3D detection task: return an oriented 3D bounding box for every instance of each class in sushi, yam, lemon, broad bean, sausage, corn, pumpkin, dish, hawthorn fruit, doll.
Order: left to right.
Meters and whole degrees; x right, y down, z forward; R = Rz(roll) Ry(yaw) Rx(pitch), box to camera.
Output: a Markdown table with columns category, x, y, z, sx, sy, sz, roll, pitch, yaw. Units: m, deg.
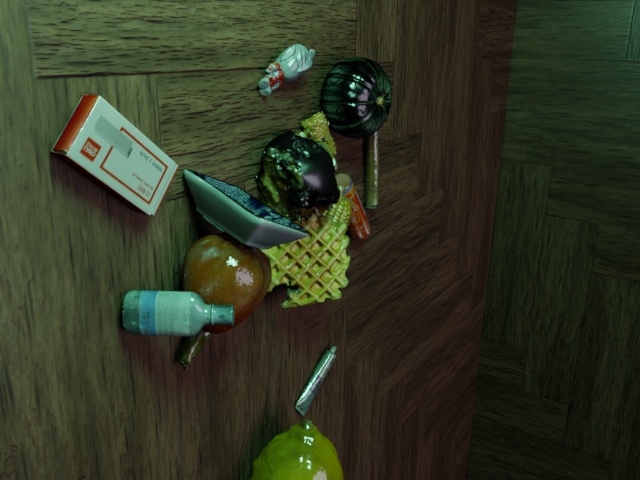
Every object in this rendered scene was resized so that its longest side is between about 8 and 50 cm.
| category | x | y | z | sx | sy | sz | roll | pitch | yaw |
| --- | --- | --- | --- | --- | --- | --- | --- | --- | --- |
| broad bean | -0.241 | 0.192 | 1.402 | 0.256 | 0.052 | 0.052 | -48 | 176 | -39 |
| hawthorn fruit | -0.214 | 0.109 | 1.301 | 0.199 | 0.199 | 0.251 | 10 | 106 | -59 |
| dish | -0.167 | -0.051 | 1.273 | 0.182 | 0.243 | 0.080 | 17 | 103 | -59 |
| doll | -0.079 | -0.403 | 1.436 | 0.180 | 0.079 | 0.094 | -43 | 152 | -25 |
| lemon | -0.063 | 0.668 | 1.653 | 0.285 | 0.285 | 0.316 | -38 | 151 | -47 |
| sushi | -0.042 | -0.160 | 1.481 | 0.204 | 0.213 | 0.200 | -25 | 146 | -37 |
| corn | 0.000 | 0.000 | 1.663 | 0.119 | 0.119 | 0.322 | 23 | 86 | -59 |
| sausage | 0.093 | -0.085 | 1.826 | 0.074 | 0.074 | 0.274 | -61 | 146 | -26 |
| pumpkin | 0.098 | -0.379 | 1.643 | 0.220 | 0.161 | 0.221 | -21 | 117 | -48 |
| yam | 0.161 | -0.227 | 1.909 | 0.046 | 0.046 | 0.264 | -31 | 126 | -50 |

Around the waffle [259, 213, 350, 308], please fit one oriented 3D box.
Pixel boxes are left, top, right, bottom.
| category | x | y | z | sx | sy | sz | roll | pitch | yaw |
| --- | --- | --- | --- | --- | --- | --- | --- | --- | --- |
| waffle | -0.042 | 0.048 | 1.560 | 0.261 | 0.056 | 0.250 | -5 | 101 | -20 |

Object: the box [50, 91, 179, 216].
| category | x | y | z | sx | sy | sz | roll | pitch | yaw |
| --- | --- | --- | --- | --- | --- | --- | --- | --- | --- |
| box | -0.356 | -0.145 | 1.093 | 0.229 | 0.050 | 0.123 | 47 | 61 | -54 |

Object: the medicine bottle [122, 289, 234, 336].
| category | x | y | z | sx | sy | sz | roll | pitch | yaw |
| --- | --- | --- | --- | --- | --- | --- | --- | --- | --- |
| medicine bottle | -0.274 | 0.143 | 1.194 | 0.054 | 0.208 | 0.090 | -102 | -166 | -74 |

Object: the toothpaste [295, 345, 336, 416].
| category | x | y | z | sx | sy | sz | roll | pitch | yaw |
| --- | --- | --- | --- | --- | --- | --- | --- | --- | --- |
| toothpaste | -0.010 | 0.422 | 1.874 | 0.233 | 0.038 | 0.060 | -59 | 141 | -23 |

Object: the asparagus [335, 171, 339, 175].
| category | x | y | z | sx | sy | sz | roll | pitch | yaw |
| --- | --- | --- | --- | --- | --- | --- | --- | --- | --- |
| asparagus | 0.054 | -0.185 | 1.781 | 0.013 | 0.016 | 0.166 | -40 | 146 | 3 |

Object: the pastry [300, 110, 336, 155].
| category | x | y | z | sx | sy | sz | roll | pitch | yaw |
| --- | --- | --- | --- | --- | --- | --- | --- | --- | --- |
| pastry | -0.003 | -0.271 | 1.619 | 0.080 | 0.056 | 0.140 | -46 | 136 | -27 |
